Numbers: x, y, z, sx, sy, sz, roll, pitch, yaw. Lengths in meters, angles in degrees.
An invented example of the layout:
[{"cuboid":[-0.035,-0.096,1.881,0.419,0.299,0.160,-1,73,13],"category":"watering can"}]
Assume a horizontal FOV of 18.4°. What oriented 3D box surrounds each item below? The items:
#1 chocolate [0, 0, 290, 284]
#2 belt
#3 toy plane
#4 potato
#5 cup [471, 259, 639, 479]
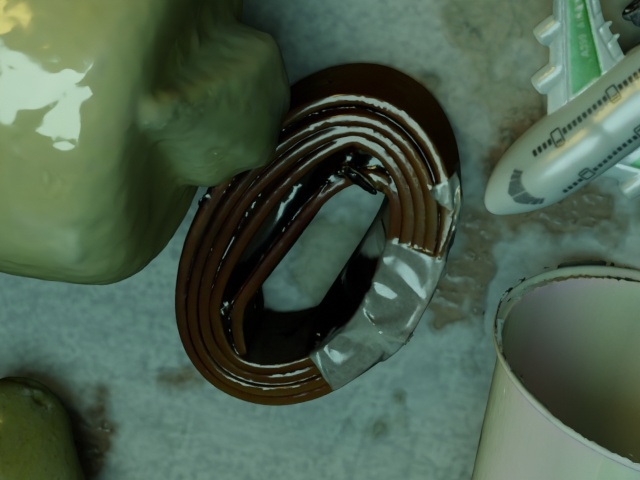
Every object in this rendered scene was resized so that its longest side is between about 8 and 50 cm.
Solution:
[{"cuboid":[-0.187,-0.113,1.288,0.297,0.326,0.314,22,139,19],"category":"chocolate"},{"cuboid":[0.000,0.000,1.441,0.184,0.105,0.261,36,112,-6],"category":"belt"},{"cuboid":[0.217,-0.097,1.365,0.255,0.101,0.251,-36,101,25],"category":"toy plane"},{"cuboid":[-0.249,0.202,1.555,0.157,0.157,0.194,14,100,5],"category":"potato"},{"cuboid":[0.208,0.190,1.410,0.253,0.253,0.274,18,120,3],"category":"cup"}]
